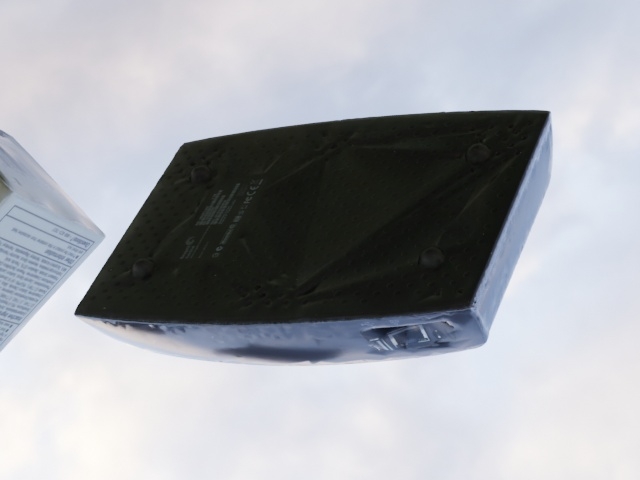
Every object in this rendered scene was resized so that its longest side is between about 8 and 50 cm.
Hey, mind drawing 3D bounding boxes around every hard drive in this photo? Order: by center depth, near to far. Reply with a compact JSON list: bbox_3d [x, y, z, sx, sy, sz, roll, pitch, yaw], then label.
[{"bbox_3d":[0.000,0.000,0.863,0.254,0.054,0.172,-3,-138,31],"label":"hard drive"}]

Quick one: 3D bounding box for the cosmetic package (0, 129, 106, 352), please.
[{"bbox_3d":[-0.321,0.049,1.104,0.296,0.153,0.129,-47,-111,2],"label":"cosmetic package"}]
